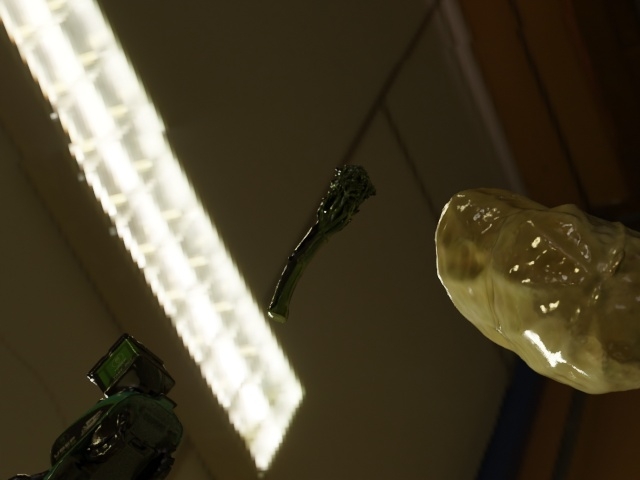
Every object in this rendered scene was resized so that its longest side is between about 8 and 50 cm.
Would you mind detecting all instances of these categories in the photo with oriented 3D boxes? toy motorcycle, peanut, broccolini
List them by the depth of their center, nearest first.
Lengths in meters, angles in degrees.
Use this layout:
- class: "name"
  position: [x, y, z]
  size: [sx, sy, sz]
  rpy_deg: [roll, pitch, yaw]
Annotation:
- class: "toy motorcycle"
  position: [-0.156, 0.148, 0.861]
  size: [0.058, 0.173, 0.100]
  rpy_deg: [43, 179, -31]
- class: "peanut"
  position: [0.219, 0.046, 1.295]
  size: [0.174, 0.340, 0.158]
  rpy_deg: [22, -91, -19]
- class: "broccolini"
  position: [0.000, 0.000, 1.435]
  size: [0.054, 0.051, 0.239]
  rpy_deg: [34, -135, -3]
